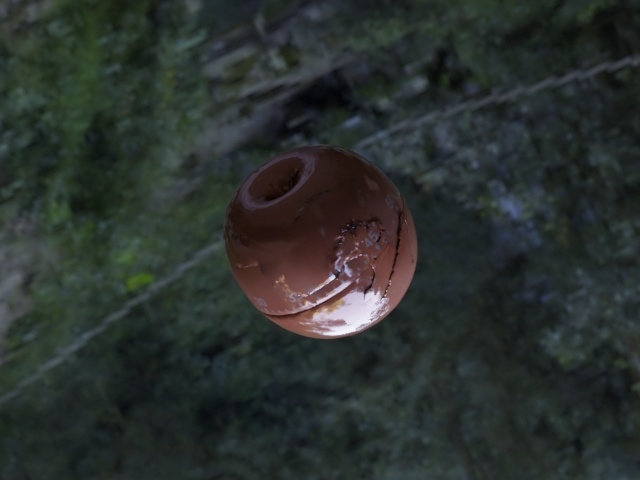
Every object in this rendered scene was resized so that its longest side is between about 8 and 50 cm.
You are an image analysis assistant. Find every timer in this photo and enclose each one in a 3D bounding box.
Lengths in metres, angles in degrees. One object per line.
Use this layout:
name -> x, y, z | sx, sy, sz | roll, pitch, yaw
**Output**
timer -> 0.000, 0.000, 1.909 | 0.229, 0.215, 0.230 | -27, -144, 21
